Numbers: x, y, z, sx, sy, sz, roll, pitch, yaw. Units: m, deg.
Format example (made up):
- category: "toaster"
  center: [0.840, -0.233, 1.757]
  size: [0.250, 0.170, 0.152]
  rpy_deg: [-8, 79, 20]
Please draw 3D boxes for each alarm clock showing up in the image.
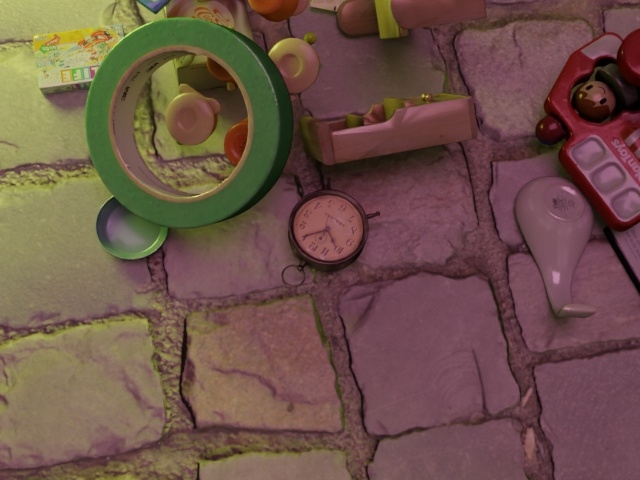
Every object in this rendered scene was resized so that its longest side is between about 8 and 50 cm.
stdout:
- category: "alarm clock"
  center: [0.000, 0.000, 1.469]
  size: [0.129, 0.064, 0.192]
  rpy_deg: [36, 71, 7]

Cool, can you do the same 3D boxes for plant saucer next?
- category: "plant saucer"
  center: [-0.307, -0.023, 1.476]
  size: [0.120, 0.021, 0.119]
  rpy_deg: [1, 73, -4]

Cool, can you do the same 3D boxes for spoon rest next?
- category: "spoon rest"
  center: [0.399, 0.011, 1.500]
  size: [0.137, 0.084, 0.276]
  rpy_deg: [4, 59, -4]

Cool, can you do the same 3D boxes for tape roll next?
- category: "tape roll"
  center: [-0.205, -0.181, 1.402]
  size: [0.322, 0.077, 0.321]
  rpy_deg: [2, 98, 15]

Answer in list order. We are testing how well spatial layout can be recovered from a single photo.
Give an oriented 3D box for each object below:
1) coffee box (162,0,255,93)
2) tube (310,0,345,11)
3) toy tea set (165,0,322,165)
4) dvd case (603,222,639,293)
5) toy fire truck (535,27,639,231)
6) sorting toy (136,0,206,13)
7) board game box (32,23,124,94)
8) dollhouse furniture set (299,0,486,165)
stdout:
- category: "coffee box"
  center: [-0.201, -0.394, 1.561]
  size: [0.141, 0.098, 0.246]
  rpy_deg: [-10, 73, -8]
- category: "tube"
  center: [0.046, -0.526, 1.649]
  size: [0.070, 0.062, 0.240]
  rpy_deg: [-1, 72, 39]
- category: "toy tea set"
  center: [-0.096, -0.265, 1.470]
  size: [0.200, 0.124, 0.336]
  rpy_deg: [36, 107, 8]
- category: "dvd case"
  center: [0.635, 0.008, 1.537]
  size: [0.253, 0.022, 0.180]
  rpy_deg: [-23, 75, -11]
- category: "toy fire truck"
  center: [0.509, -0.196, 1.520]
  size: [0.254, 0.169, 0.302]
  rpy_deg: [-33, 76, -7]
- category: "sorting toy"
  center: [-0.189, -0.523, 1.526]
  size: [0.348, 0.047, 0.196]
  rpy_deg: [-35, 78, -15]
- category: "board game box"
  center: [-0.412, -0.314, 1.558]
  size: [0.154, 0.026, 0.103]
  rpy_deg: [-10, 74, -8]
- category: "dollhouse furniture set"
  center: [0.082, -0.342, 1.445]
  size: [0.257, 0.362, 0.393]
  rpy_deg: [-11, 103, -9]
